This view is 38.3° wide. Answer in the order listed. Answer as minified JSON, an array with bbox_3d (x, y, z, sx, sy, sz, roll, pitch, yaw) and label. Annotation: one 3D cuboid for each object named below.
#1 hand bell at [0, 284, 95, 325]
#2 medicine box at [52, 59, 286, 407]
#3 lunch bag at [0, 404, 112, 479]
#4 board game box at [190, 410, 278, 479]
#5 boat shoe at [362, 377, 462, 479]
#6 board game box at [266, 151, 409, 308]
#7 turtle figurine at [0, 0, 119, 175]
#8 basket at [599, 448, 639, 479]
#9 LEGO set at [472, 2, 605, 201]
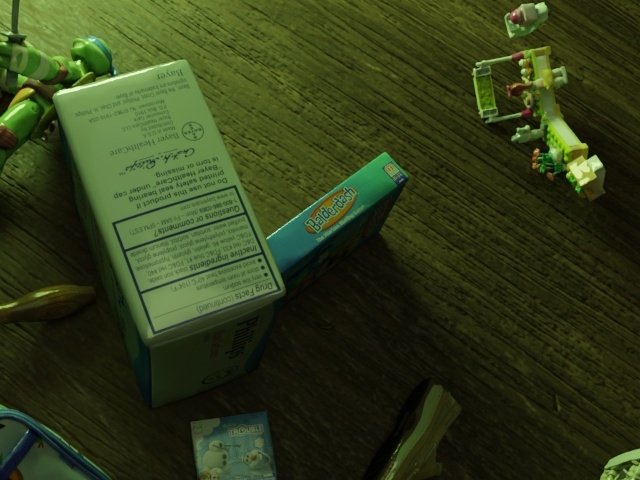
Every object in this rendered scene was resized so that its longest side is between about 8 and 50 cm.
[{"bbox_3d":[-0.373,0.089,1.042,0.242,0.126,0.126,-12,69,-28],"label":"hand bell"},{"bbox_3d":[-0.169,0.002,1.013,0.149,0.263,0.289,-18,71,-16],"label":"medicine box"},{"bbox_3d":[-0.339,0.318,0.873,0.243,0.115,0.303,49,64,-25],"label":"lunch bag"},{"bbox_3d":[-0.099,0.246,1.054,0.090,0.020,0.090,-6,67,-13],"label":"board game box"},{"bbox_3d":[0.110,0.253,1.068,0.072,0.068,0.190,38,65,-6],"label":"boat shoe"},{"bbox_3d":[0.000,0.000,1.103,0.210,0.160,0.047,-36,77,-23],"label":"board game box"},{"bbox_3d":[-0.391,-0.185,1.097,0.198,0.274,0.266,14,64,34],"label":"turtle figurine"},{"bbox_3d":[0.397,0.333,1.057,0.167,0.113,0.103,37,68,7],"label":"basket"},{"bbox_3d":[0.285,-0.170,1.255,0.107,0.132,0.287,-12,76,-6],"label":"LEGO set"}]
